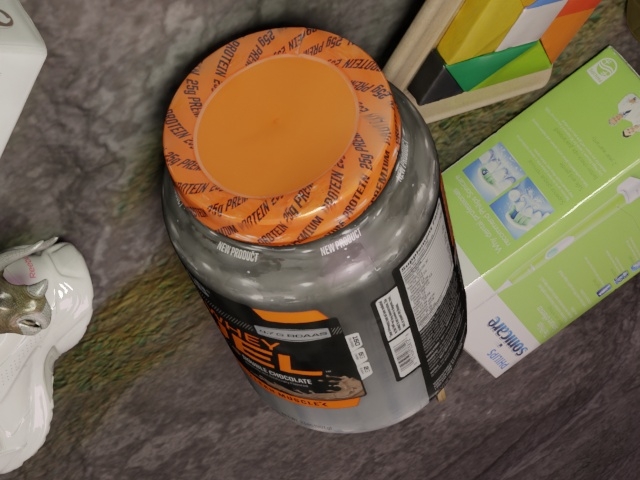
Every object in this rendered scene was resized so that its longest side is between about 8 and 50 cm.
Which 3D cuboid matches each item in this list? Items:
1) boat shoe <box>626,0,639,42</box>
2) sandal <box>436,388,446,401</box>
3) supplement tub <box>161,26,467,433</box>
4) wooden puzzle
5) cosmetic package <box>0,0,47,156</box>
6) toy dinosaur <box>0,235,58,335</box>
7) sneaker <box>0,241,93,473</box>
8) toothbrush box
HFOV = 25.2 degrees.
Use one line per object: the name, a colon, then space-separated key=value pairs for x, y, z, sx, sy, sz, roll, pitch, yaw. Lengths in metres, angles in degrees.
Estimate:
boat shoe: x=0.310 y=-0.234 z=1.230 sx=0.048 sy=0.056 sz=0.153 roll=-11 pitch=135 yaw=-27
sandal: x=0.068 y=0.103 z=1.363 sx=0.079 sy=0.088 sz=0.240 roll=-13 pitch=-169 yaw=3
supplement tub: x=0.000 y=0.000 z=1.112 sx=0.207 sy=0.207 sz=0.338 roll=-31 pitch=149 yaw=-6
wooden puzzle: x=0.158 y=-0.183 z=1.128 sx=0.221 sy=0.044 sz=0.239 roll=-19 pitch=152 yaw=-34
cosmetic package: x=-0.363 y=-0.071 z=0.719 sx=0.385 sy=0.156 sz=0.217 roll=0 pitch=136 yaw=-42
toy dinosaur: x=-0.347 y=0.050 z=0.965 sx=0.313 sy=0.121 sz=0.160 roll=6 pitch=102 yaw=-34
sneaker: x=-0.265 y=0.095 z=1.127 sx=0.115 sy=0.090 sz=0.232 roll=0 pitch=127 yaw=-35
toothbrush box: x=0.221 y=-0.020 z=1.379 sx=0.283 sy=0.122 sz=0.206 roll=-39 pitch=149 yaw=6
